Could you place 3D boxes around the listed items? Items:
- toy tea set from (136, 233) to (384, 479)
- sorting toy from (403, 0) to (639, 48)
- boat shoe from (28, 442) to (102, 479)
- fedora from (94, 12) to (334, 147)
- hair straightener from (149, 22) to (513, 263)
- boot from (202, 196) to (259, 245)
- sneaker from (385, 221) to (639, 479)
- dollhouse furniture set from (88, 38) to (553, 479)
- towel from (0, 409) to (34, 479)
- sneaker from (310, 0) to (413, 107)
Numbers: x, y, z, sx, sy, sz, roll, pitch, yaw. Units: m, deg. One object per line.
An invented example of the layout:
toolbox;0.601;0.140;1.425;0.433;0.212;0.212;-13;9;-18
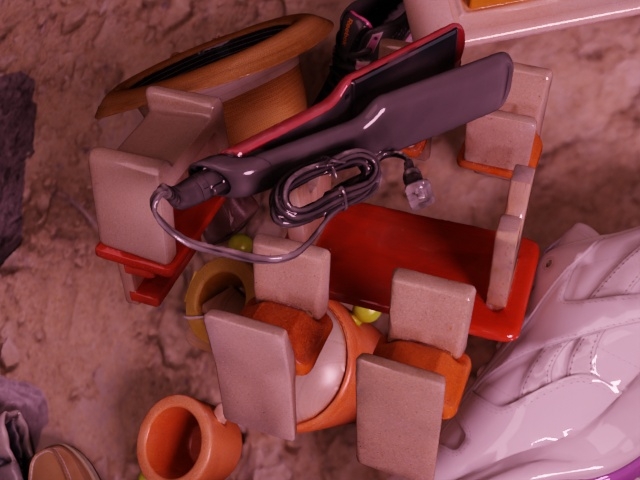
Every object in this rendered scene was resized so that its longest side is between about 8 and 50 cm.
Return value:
toy tea set;-0.077;0.161;0.615;0.200;0.124;0.336;14;84;34
sorting toy;0.148;-0.232;0.593;0.208;0.038;0.193;-12;73;6
boat shoe;-0.205;0.248;0.703;0.068;0.072;0.190;-40;59;17
fedora;-0.072;-0.107;0.663;0.194;0.194;0.079;-10;114;30
hair straightener;0.020;-0.050;0.451;0.089;0.230;0.047;41;142;34
boot;-0.074;-0.064;0.733;0.106;0.037;0.114;-39;63;16
sneaker;0.152;0.085;0.522;0.305;0.114;0.152;-38;42;17
dollhouse furniture set;0.000;0.000;0.537;0.259;0.135;0.262;14;46;16
towel;-0.358;0.348;0.783;0.324;0.056;0.312;-33;61;20
sneaker;0.032;-0.140;0.660;0.072;0.077;0.178;37;98;35
